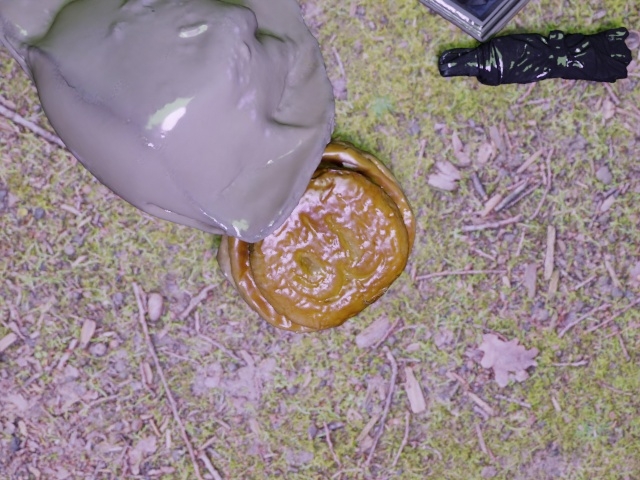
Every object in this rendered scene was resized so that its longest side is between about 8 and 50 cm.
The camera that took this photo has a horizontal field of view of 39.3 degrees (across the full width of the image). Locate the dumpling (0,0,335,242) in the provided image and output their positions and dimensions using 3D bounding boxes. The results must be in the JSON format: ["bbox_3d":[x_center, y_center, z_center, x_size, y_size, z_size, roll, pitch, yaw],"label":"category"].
[{"bbox_3d":[-0.155,-0.192,0.997,0.395,0.233,0.315,35,64,2],"label":"dumpling"}]

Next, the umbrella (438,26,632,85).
[{"bbox_3d":[0.259,-0.217,1.086,0.236,0.059,0.066,-6,86,-7],"label":"umbrella"}]

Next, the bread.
[{"bbox_3d":[0.002,0.002,1.070,0.236,0.120,0.198,-41,111,5],"label":"bread"}]

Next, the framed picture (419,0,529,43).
[{"bbox_3d":[0.169,-0.352,0.957,0.232,0.296,0.019,30,55,-12],"label":"framed picture"}]
